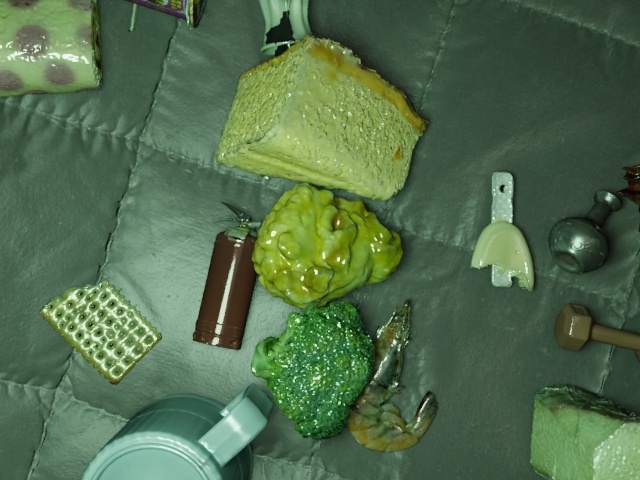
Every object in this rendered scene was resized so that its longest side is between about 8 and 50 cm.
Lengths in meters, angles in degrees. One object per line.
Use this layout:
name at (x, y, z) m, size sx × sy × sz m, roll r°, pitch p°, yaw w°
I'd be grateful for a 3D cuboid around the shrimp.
shrimp at (0.159, 0.268, 1.739) m, size 0.169 × 0.058 × 0.296 m, roll 22°, pitch 88°, yaw -10°

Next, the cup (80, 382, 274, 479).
cup at (-0.227, 0.410, 1.538) m, size 0.331 × 0.311 × 0.257 m, roll -13°, pitch 90°, yaw 1°

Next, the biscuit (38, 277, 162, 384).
biscuit at (-0.414, 0.160, 1.709) m, size 0.144 × 0.016 × 0.203 m, roll -44°, pitch 91°, yaw -7°

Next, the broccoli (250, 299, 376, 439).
broccoli at (-0.013, 0.230, 1.635) m, size 0.269 × 0.241 × 0.262 m, roll 1°, pitch 100°, yaw -49°

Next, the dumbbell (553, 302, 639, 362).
dumbbell at (0.578, 0.190, 1.768) m, size 0.230 × 0.092 × 0.082 m, roll 13°, pitch 114°, yaw -5°

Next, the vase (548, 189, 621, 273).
vase at (0.529, -0.022, 1.775) m, size 0.120 × 0.120 × 0.183 m, roll 40°, pitch 65°, yaw -1°

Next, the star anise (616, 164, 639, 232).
star anise at (0.700, -0.072, 1.769) m, size 0.237 × 0.148 × 0.346 m, roll 28°, pitch 71°, yaw 1°

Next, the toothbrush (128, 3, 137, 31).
toothbrush at (-0.352, -0.552, 1.769) m, size 0.028 × 0.026 × 0.294 m, roll 11°, pitch 85°, yaw -5°

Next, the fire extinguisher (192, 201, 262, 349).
fire extinguisher at (-0.173, 0.066, 1.700) m, size 0.104 × 0.105 × 0.269 m, roll 12°, pitch 85°, yaw -4°

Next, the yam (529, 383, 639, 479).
yam at (0.526, 0.387, 1.656) m, size 0.201 × 0.271 × 0.203 m, roll 4°, pitch 91°, yaw -7°

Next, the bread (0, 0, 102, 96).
bread at (-0.581, -0.360, 1.666) m, size 0.338 × 0.155 × 0.187 m, roll -6°, pitch 82°, yaw -6°

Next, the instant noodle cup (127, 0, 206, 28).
instant noodle cup at (-0.325, -0.569, 1.609) m, size 0.265 × 0.340 × 0.340 m, roll 10°, pitch 84°, yaw -4°

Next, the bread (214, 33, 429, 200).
bread at (-0.008, -0.211, 1.732) m, size 0.315 × 0.279 × 0.249 m, roll 35°, pitch 61°, yaw -38°

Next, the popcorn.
popcorn at (0.000, 0.000, 1.672) m, size 0.285 × 0.174 × 0.225 m, roll -19°, pitch 74°, yaw -32°

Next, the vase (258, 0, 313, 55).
vase at (-0.080, -0.546, 1.735) m, size 0.165 × 0.165 × 0.360 m, roll -5°, pitch 91°, yaw -6°

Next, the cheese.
cheese at (0.362, -0.019, 1.780) m, size 0.127 × 0.050 × 0.235 m, roll 3°, pitch 86°, yaw -4°
